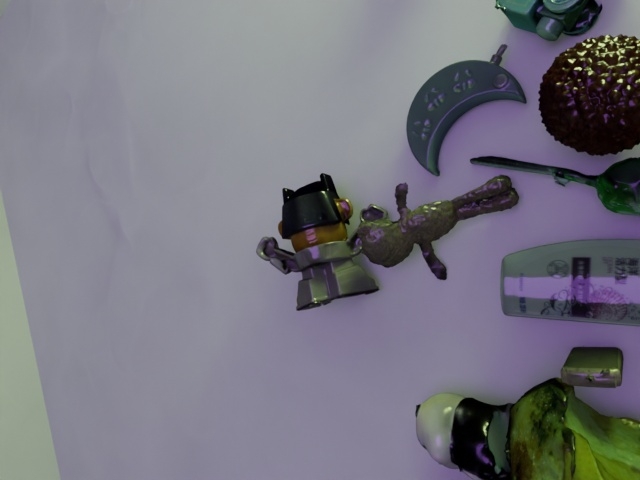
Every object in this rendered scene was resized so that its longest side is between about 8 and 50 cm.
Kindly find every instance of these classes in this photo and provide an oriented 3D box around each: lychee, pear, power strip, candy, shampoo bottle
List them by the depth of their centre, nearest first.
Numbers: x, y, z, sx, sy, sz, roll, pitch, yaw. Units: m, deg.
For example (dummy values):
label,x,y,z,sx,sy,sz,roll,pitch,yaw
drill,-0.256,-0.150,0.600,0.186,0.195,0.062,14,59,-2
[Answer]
label,x,y,z,sx,sy,sz,roll,pitch,yaw
pear,0.407,0.350,0.637,0.255,0.238,0.164,24,126,3
lychee,0.420,-0.212,0.693,0.188,0.188,0.188,-1,88,34
power strip,0.414,0.191,0.698,0.076,0.169,0.028,-7,87,35
shampoo bottle,0.475,0.064,0.715,0.359,0.078,0.134,-1,85,35
candy,0.404,-0.113,0.781,0.323,0.097,0.097,22,101,42
power strip,0.267,-0.258,0.881,0.253,0.054,0.167,-44,67,27

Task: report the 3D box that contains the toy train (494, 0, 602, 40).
label,x,y,z,sx,sy,sz,roll,pitch,yaw
toy train,0.400,-0.446,0.764,0.163,0.112,0.203,40,110,35

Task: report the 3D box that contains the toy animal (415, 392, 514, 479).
label,x,y,z,sx,sy,sz,roll,pitch,yaw
toy animal,0.263,0.349,0.819,0.179,0.166,0.138,-9,60,46

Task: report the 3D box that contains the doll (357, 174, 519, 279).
label,x,y,z,sx,sy,sz,roll,pitch,yaw
doll,0.207,-0.043,0.870,0.286,0.203,0.091,-50,23,32

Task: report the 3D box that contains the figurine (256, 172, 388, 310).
label,x,y,z,sx,sy,sz,roll,pitch,yaw
figurine,0.003,-0.001,1.002,0.308,0.143,0.308,0,83,0
